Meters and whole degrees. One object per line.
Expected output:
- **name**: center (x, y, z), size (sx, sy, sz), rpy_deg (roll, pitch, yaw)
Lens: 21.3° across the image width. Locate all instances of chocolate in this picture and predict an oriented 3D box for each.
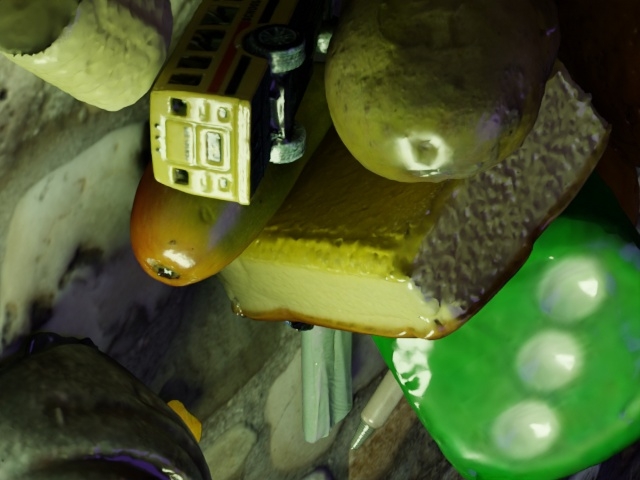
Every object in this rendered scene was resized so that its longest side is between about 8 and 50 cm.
- **chocolate**: center (-0.216, 0.264, 1.593), size (0.303, 0.213, 0.303), rpy_deg (-43, 147, -38)

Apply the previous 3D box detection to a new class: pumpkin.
- **pumpkin**: center (-0.160, 0.200, 1.839), size (0.050, 0.028, 0.083), rpy_deg (-54, 142, -25)

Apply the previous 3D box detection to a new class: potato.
- **potato**: center (0.108, -0.157, 1.539), size (0.229, 0.229, 0.266), rpy_deg (75, 19, -51)

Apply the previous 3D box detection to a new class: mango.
- **mango**: center (-0.084, -0.071, 1.642), size (0.289, 0.129, 0.146), rpy_deg (-46, 168, -43)

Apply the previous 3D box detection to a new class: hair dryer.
- **hair dryer**: center (0.118, 0.178, 2.127), size (0.220, 0.195, 0.054), rpy_deg (-68, 159, 1)

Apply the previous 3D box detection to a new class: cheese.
- **cheese**: center (-0.197, -0.183, 1.398), size (0.167, 0.094, 0.123), rpy_deg (25, 80, -67)

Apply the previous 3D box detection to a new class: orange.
- **orange**: center (0.471, -0.261, 2.251), size (0.293, 0.340, 0.340), rpy_deg (-29, 150, 5)

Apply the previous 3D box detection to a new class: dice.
- **dice**: center (0.218, 0.070, 1.882), size (0.297, 0.287, 0.300), rpy_deg (-31, 115, 6)

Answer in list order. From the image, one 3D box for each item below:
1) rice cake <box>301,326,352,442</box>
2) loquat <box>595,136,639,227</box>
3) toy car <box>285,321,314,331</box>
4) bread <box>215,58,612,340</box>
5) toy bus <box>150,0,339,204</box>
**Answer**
- **rice cake**: center (0.006, 0.148, 2.081), size (0.080, 0.042, 0.221), rpy_deg (-37, 143, -36)
- **loquat**: center (0.254, -0.043, 2.149), size (0.283, 0.276, 0.276), rpy_deg (-59, 154, 7)
- **toy car**: center (0.000, 0.000, 1.928), size (0.103, 0.063, 0.216), rpy_deg (74, 35, -54)
- **bread**: center (0.078, -0.051, 1.730), size (0.323, 0.333, 0.143), rpy_deg (-49, 123, -26)
- **toy bus**: center (-0.058, -0.172, 1.563), size (0.335, 0.123, 0.121), rpy_deg (-71, 164, -52)
